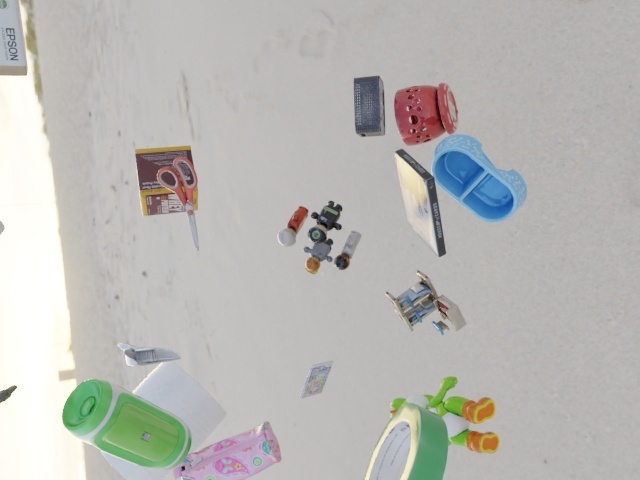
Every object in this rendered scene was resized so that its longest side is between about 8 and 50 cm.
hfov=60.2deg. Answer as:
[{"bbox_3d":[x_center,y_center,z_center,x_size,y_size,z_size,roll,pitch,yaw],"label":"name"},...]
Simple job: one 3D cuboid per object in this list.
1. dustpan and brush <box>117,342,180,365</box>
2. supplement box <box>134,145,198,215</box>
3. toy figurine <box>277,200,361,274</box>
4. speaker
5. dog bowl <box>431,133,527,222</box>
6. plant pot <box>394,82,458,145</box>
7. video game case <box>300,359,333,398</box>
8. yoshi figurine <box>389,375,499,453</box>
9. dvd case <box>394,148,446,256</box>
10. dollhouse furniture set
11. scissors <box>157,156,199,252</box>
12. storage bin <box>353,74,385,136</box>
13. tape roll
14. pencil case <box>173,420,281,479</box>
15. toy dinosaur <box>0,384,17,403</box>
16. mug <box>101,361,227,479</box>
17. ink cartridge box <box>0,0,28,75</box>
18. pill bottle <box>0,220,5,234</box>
[{"bbox_3d":[-0.524,0.324,1.594,0.211,0.147,0.061,-10,82,38],"label":"dustpan and brush"},{"bbox_3d":[-0.533,-0.207,1.913,0.129,0.191,0.194,112,146,-58],"label":"supplement box"},{"bbox_3d":[0.000,0.000,1.684,0.213,0.148,0.210,-5,133,42],"label":"toy figurine"},{"bbox_3d":[-0.419,0.413,1.223,0.296,0.131,0.131,51,-170,-44],"label":"speaker"},{"bbox_3d":[0.440,-0.168,1.563,0.297,0.074,0.166,40,130,3],"label":"dog bowl"},{"bbox_3d":[0.351,-0.420,1.807,0.191,0.174,0.191,33,-128,-56],"label":"plant pot"},{"bbox_3d":[-0.011,0.422,1.676,0.011,0.087,0.122,37,117,40],"label":"video game case"},{"bbox_3d":[0.388,0.545,1.724,0.362,0.204,0.203,-7,131,50],"label":"yoshi figurine"},{"bbox_3d":[0.256,-0.096,1.416,0.179,0.029,0.239,-121,10,-53],"label":"dvd case"},{"bbox_3d":[0.302,0.196,1.603,0.129,0.129,0.183,58,173,-24],"label":"dollhouse furniture set"},{"bbox_3d":[-0.383,-0.104,1.646,0.021,0.108,0.297,-122,9,-64],"label":"scissors"},{"bbox_3d":[0.161,-0.435,1.802,0.122,0.084,0.180,-9,-84,-75],"label":"storage bin"},{"bbox_3d":[0.198,0.564,1.351,0.321,0.077,0.321,-64,3,5],"label":"tape roll"},{"bbox_3d":[-0.251,0.603,1.515,0.124,0.283,0.124,159,90,-88],"label":"pencil case"},{"bbox_3d":[-0.865,0.473,1.379,0.118,0.064,0.268,7,67,45],"label":"toy dinosaur"},{"bbox_3d":[-0.525,0.594,1.787,0.276,0.328,0.374,47,157,-8],"label":"mug"},{"bbox_3d":[-0.762,-0.485,1.207,0.088,0.193,0.235,-122,34,-43],"label":"ink cartridge box"},{"bbox_3d":[-0.847,0.042,1.272,0.136,0.136,0.246,118,173,-58],"label":"pill bottle"}]
